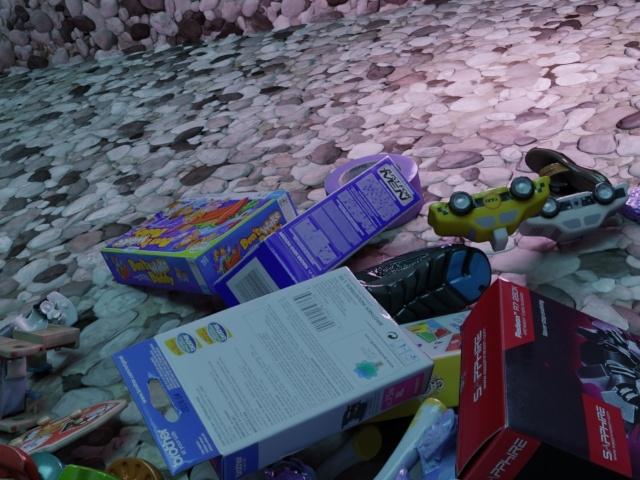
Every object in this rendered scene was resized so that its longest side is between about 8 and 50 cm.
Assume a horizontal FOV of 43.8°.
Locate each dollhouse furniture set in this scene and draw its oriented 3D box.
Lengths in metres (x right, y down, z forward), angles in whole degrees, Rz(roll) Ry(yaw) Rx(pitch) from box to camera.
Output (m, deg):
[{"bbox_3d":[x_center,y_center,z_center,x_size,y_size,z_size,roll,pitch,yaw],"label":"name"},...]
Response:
[{"bbox_3d":[-0.475,0.221,1.317,0.129,0.129,0.183,5,6,30],"label":"dollhouse furniture set"}]

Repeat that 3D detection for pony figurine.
[{"bbox_3d":[0.027,0.317,0.797,0.363,0.303,0.351,-34,3,-24],"label":"pony figurine"}]

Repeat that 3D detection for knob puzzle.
[{"bbox_3d":[-0.378,0.269,1.169,0.213,0.030,0.213,-21,4,2],"label":"knob puzzle"}]

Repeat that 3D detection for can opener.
[{"bbox_3d":[-0.558,0.193,1.436,0.093,0.074,0.280,-35,6,48],"label":"can opener"}]

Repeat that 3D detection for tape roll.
[{"bbox_3d":[0.107,-0.096,1.590,0.189,0.080,0.189,-11,31,6],"label":"tape roll"}]

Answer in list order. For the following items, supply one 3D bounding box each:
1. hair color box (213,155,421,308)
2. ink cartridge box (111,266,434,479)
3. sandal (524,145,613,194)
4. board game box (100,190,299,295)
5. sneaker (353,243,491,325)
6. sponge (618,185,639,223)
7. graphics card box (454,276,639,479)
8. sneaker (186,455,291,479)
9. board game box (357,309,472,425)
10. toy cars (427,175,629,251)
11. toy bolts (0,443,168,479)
[{"bbox_3d":[0.000,0.000,1.337,0.339,0.110,0.185,-34,-3,-42],"label":"hair color box"},{"bbox_3d":[-0.053,0.147,0.891,0.311,0.065,0.186,-17,44,-27],"label":"ink cartridge box"},{"bbox_3d":[0.451,-0.112,1.479,0.060,0.090,0.219,-43,42,-4],"label":"sandal"},{"bbox_3d":[-0.234,-0.002,1.523,0.347,0.078,0.233,2,33,48],"label":"board game box"},{"bbox_3d":[0.098,0.098,1.265,0.340,0.125,0.139,-17,7,-5],"label":"sneaker"},{"bbox_3d":[0.604,-0.044,1.324,0.117,0.031,0.210,-22,30,-12],"label":"sponge"},{"bbox_3d":[0.323,0.198,0.803,0.371,0.094,0.233,24,33,-4],"label":"graphics card box"},{"bbox_3d":[-0.135,0.264,1.050,0.323,0.130,0.236,-25,43,59],"label":"sneaker"},{"bbox_3d":[0.157,0.158,1.062,0.316,0.064,0.242,-12,5,5],"label":"board game box"},{"bbox_3d":[0.344,-0.031,1.271,0.393,0.087,0.176,0,-20,-37],"label":"toy cars"},{"bbox_3d":[-0.315,0.361,1.012,0.228,0.158,0.218,15,81,27],"label":"toy bolts"}]
